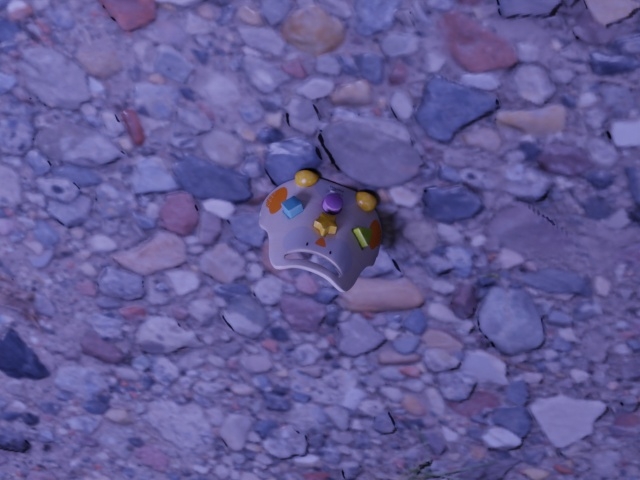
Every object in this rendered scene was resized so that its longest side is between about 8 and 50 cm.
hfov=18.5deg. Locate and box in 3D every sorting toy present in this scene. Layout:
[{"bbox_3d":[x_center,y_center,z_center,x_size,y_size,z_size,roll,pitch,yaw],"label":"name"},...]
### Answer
[{"bbox_3d":[0.000,0.000,1.272,0.083,0.075,0.045,20,134,-4],"label":"sorting toy"}]
